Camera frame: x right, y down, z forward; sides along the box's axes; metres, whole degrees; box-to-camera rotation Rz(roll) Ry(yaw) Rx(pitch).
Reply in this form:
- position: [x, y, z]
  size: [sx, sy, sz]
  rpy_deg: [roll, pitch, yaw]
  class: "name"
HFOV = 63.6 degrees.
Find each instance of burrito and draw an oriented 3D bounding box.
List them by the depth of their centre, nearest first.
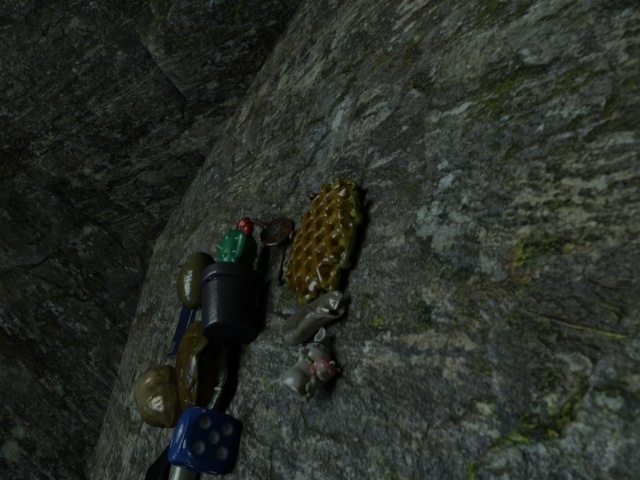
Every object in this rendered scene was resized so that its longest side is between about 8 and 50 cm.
- position: [-0.021, 0.171, 1.130]
  size: [0.226, 0.060, 0.087]
  rpy_deg: [-41, 26, 49]
  class: "burrito"

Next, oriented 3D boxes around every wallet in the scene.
- position: [-0.575, 0.871, 1.727]
  size: [0.247, 0.041, 0.323]
  rpy_deg: [-50, 26, 34]
  class: "wallet"

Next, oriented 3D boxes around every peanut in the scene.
- position: [-0.546, 0.543, 1.805]
  size: [0.387, 0.170, 0.192]
  rpy_deg: [9, 73, 62]
  class: "peanut"

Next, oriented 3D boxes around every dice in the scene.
- position: [-0.300, 0.513, 1.322]
  size: [0.146, 0.146, 0.143]
  rpy_deg: [-37, 36, 51]
  class: "dice"

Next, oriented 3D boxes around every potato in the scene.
- position: [-0.476, 0.164, 1.999]
  size: [0.174, 0.159, 0.251]
  rpy_deg: [103, 162, -49]
  class: "potato"

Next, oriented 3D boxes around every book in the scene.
- position: [-0.584, 0.367, 2.213]
  size: [0.191, 0.025, 0.269]
  rpy_deg: [-28, 45, 55]
  class: "book"

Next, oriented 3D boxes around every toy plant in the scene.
- position: [-0.262, 0.112, 1.561]
  size: [0.279, 0.186, 0.400]
  rpy_deg: [74, -170, -51]
  class: "toy plant"

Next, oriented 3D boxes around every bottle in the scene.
- position: [-0.380, 0.632, 1.480]
  size: [0.072, 0.072, 0.201]
  rpy_deg: [-37, 38, 50]
  class: "bottle"

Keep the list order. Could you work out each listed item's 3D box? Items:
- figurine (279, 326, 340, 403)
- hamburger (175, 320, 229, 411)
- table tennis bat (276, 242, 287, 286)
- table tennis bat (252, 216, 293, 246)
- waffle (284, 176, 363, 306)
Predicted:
- position: [-0.003, 0.253, 1.030]
  size: [0.098, 0.081, 0.146]
  rpy_deg: [28, 61, 31]
  class: "figurine"
- position: [-0.363, 0.386, 1.545]
  size: [0.285, 0.134, 0.265]
  rpy_deg: [-120, 48, -63]
  class: "hamburger"
- position: [-0.104, 0.072, 1.378]
  size: [0.158, 0.014, 0.095]
  rpy_deg: [104, 174, -51]
  class: "table tennis bat"
- position: [-0.127, -0.003, 1.582]
  size: [0.107, 0.119, 0.170]
  rpy_deg: [-47, 43, -16]
  class: "table tennis bat"
- position: [0.000, 0.000, 1.229]
  size: [0.302, 0.068, 0.324]
  rpy_deg: [3, 71, 65]
  class: "waffle"
